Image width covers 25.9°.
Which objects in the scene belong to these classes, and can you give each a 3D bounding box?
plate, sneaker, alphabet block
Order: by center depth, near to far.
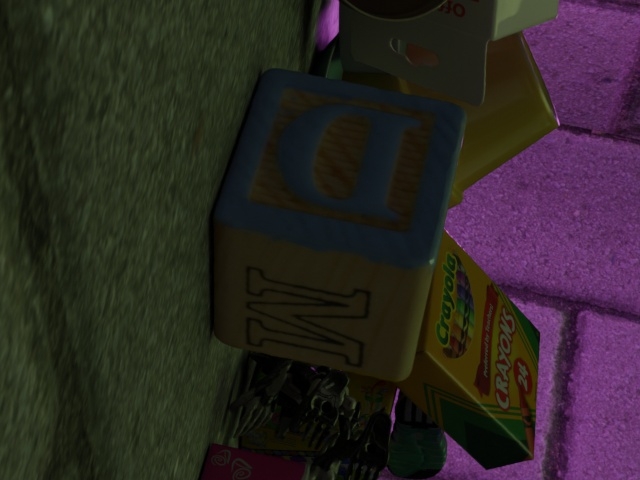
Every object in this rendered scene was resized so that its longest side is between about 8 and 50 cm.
[{"bbox_3d":[0.016,-0.012,1.269,0.197,0.194,0.192,96,9,-53],"label":"alphabet block"},{"bbox_3d":[0.000,-0.165,1.684,0.188,0.024,0.188,11,90,-85],"label":"plate"},{"bbox_3d":[0.136,0.236,1.866,0.223,0.083,0.098,96,4,-52],"label":"sneaker"}]

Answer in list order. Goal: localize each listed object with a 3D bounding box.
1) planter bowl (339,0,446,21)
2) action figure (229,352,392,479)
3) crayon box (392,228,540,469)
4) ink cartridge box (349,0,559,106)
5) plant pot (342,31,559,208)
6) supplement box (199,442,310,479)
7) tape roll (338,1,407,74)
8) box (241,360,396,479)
[{"bbox_3d":[0.054,-0.295,1.345,0.109,0.162,0.162,-150,-110,-68],"label":"planter bowl"},{"bbox_3d":[-0.018,0.202,1.555,0.141,0.164,0.276,-52,-169,-8],"label":"action figure"},{"bbox_3d":[0.165,0.124,1.748,0.318,0.081,0.202,43,42,-36],"label":"crayon box"},{"bbox_3d":[0.141,-0.338,1.428,0.119,0.207,0.353,-24,128,-39],"label":"ink cartridge box"},{"bbox_3d":[0.177,-0.178,1.849,0.254,0.239,0.254,-22,90,-77],"label":"plant pot"},{"bbox_3d":[-0.080,0.327,1.498,0.220,0.111,0.114,96,8,-53],"label":"supplement box"},{"bbox_3d":[0.070,-0.309,1.668,0.219,0.072,0.219,4,90,-84],"label":"tape roll"},{"bbox_3d":[0.010,0.207,1.854,0.279,0.177,0.290,97,7,-54],"label":"box"}]
